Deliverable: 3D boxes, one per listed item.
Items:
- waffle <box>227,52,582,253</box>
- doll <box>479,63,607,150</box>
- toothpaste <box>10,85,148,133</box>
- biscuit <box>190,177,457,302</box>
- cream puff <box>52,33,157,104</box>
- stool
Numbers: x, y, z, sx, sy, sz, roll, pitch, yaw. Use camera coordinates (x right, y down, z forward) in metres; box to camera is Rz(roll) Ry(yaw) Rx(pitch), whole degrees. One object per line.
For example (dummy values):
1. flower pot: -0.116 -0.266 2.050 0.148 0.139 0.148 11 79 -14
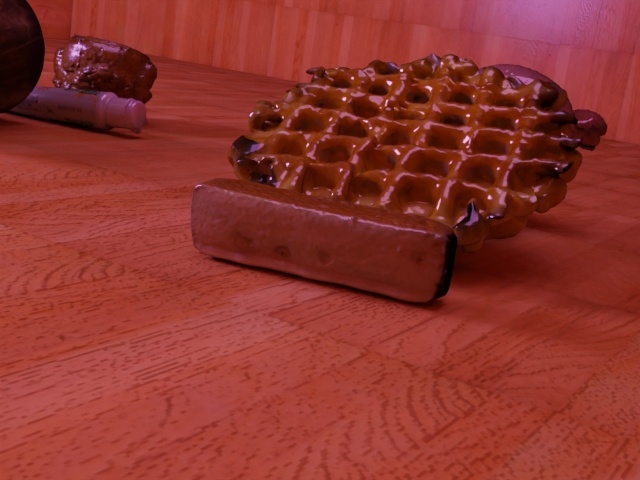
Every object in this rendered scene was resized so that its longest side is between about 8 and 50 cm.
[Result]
1. waffle: 0.067 -0.078 0.781 0.329 0.062 0.329 -3 38 3
2. doll: 0.146 -0.077 0.964 0.303 0.156 0.201 -33 43 -27
3. toothpaste: -0.383 -0.191 1.223 0.314 0.058 0.056 10 56 21
4. biscuit: 0.000 0.000 0.628 0.187 0.056 0.052 13 17 15
5. cream puff: -0.321 -0.236 1.311 0.150 0.115 0.165 14 3 -10
6. stool: -0.460 -0.227 1.034 0.179 0.179 0.264 10 12 7
